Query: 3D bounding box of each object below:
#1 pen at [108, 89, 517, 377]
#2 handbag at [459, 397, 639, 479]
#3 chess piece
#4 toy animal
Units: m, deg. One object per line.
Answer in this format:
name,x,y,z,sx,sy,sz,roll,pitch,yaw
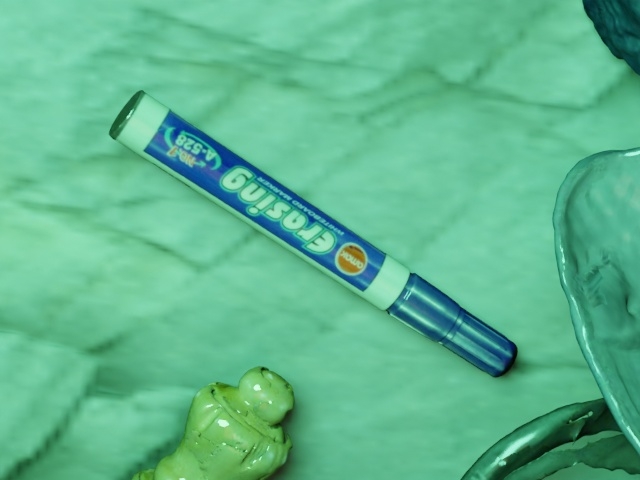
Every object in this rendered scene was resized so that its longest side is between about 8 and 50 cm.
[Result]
pen,0.000,0.000,0.635,0.204,0.025,0.025,33,101,-10
handbag,0.171,0.192,0.630,0.283,0.149,0.302,42,102,-3
chess piece,-0.070,0.128,0.652,0.060,0.060,0.172,36,100,-11
toy animal,0.188,-0.027,0.560,0.239,0.176,0.255,-29,103,-7
